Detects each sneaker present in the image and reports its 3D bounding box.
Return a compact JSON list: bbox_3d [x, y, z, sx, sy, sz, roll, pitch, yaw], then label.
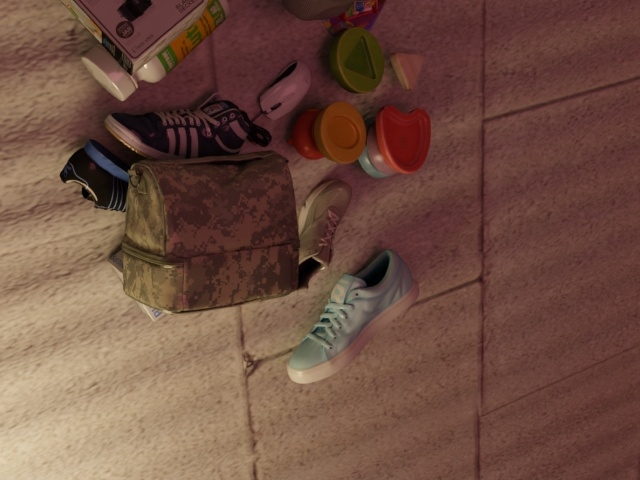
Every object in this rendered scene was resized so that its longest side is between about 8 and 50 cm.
[{"bbox_3d":[0.049,0.150,2.206,0.366,0.135,0.150,-41,119,-26],"label":"sneaker"},{"bbox_3d":[-0.367,-0.088,1.848,0.090,0.081,0.232,-42,130,6],"label":"sneaker"},{"bbox_3d":[-0.247,-0.211,1.848,0.282,0.099,0.153,22,107,-46],"label":"sneaker"},{"bbox_3d":[0.000,0.000,2.105,0.099,0.121,0.262,34,87,-40],"label":"sneaker"}]

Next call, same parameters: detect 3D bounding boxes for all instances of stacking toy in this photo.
[{"bbox_3d":[0.078,-0.271,2.091,0.309,0.130,0.279,11,80,-42],"label":"stacking toy"}]

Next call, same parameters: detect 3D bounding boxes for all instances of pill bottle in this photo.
[{"bbox_3d":[-0.285,-0.358,1.752,0.245,0.136,0.136,-46,127,-11],"label":"pill bottle"}]

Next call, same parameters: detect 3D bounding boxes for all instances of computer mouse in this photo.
[{"bbox_3d":[-0.081,-0.273,1.989,0.193,0.042,0.106,-48,127,-10],"label":"computer mouse"}]

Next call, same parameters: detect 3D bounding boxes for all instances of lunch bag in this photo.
[{"bbox_3d":[-0.190,-0.026,1.806,0.305,0.213,0.256,-7,106,-33],"label":"lunch bag"}]

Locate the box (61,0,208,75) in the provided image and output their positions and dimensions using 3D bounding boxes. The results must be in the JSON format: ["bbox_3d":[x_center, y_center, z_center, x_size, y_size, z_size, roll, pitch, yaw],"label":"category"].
[{"bbox_3d":[-0.338,-0.429,1.630,0.169,0.087,0.290,-45,96,-12],"label":"box"}]

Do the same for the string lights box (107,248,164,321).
[{"bbox_3d":[-0.261,0.019,1.956,0.260,0.077,0.133,-39,125,-17],"label":"string lights box"}]

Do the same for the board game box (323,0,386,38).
[{"bbox_3d":[0.078,-0.472,2.028,0.133,0.033,0.168,29,90,-39],"label":"board game box"}]

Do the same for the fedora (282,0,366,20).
[{"bbox_3d":[0.002,-0.488,1.863,0.124,0.244,0.275,-59,-175,48],"label":"fedora"}]
